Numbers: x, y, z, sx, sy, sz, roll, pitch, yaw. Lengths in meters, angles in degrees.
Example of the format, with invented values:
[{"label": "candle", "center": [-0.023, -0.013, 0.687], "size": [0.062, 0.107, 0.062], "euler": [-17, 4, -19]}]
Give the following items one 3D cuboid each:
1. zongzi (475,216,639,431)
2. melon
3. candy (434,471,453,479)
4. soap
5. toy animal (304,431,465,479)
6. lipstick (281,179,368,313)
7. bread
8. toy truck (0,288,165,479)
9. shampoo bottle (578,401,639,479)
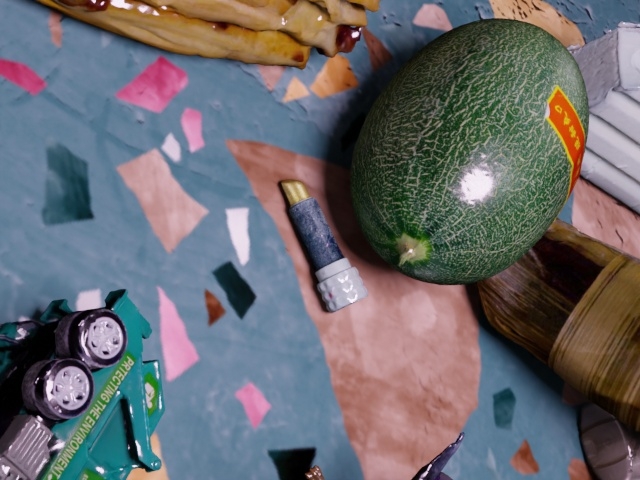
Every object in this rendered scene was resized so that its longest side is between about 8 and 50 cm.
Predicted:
[{"label": "zongzi", "center": [0.298, 0.086, 1.086], "size": [0.286, 0.134, 0.288], "euler": [36, 11, 21]}, {"label": "melon", "center": [0.123, -0.071, 0.972], "size": [0.182, 0.182, 0.287], "euler": [48, 52, -15]}, {"label": "candy", "center": [0.007, 0.282, 0.816], "size": [0.061, 0.088, 0.312], "euler": [43, 49, 11]}, {"label": "soap", "center": [0.343, -0.107, 1.180], "size": [0.261, 0.150, 0.094], "euler": [29, 53, -27]}, {"label": "toy animal", "center": [0.013, 0.207, 0.843], "size": [0.220, 0.108, 0.062], "euler": [-40, 104, -8]}, {"label": "lipstick", "center": [0.000, 0.000, 0.948], "size": [0.037, 0.037, 0.116], "euler": [-20, 84, -41]}, {"label": "bread", "center": [-0.081, -0.292, 0.897], "size": [0.325, 0.167, 0.277], "euler": [8, 70, -35]}, {"label": "toy truck", "center": [-0.173, 0.139, 0.719], "size": [0.116, 0.110, 0.216], "euler": [50, 50, -28]}, {"label": "shampoo bottle", "center": [0.348, 0.189, 1.140], "size": [0.227, 0.056, 0.086], "euler": [3, 62, -37]}]
